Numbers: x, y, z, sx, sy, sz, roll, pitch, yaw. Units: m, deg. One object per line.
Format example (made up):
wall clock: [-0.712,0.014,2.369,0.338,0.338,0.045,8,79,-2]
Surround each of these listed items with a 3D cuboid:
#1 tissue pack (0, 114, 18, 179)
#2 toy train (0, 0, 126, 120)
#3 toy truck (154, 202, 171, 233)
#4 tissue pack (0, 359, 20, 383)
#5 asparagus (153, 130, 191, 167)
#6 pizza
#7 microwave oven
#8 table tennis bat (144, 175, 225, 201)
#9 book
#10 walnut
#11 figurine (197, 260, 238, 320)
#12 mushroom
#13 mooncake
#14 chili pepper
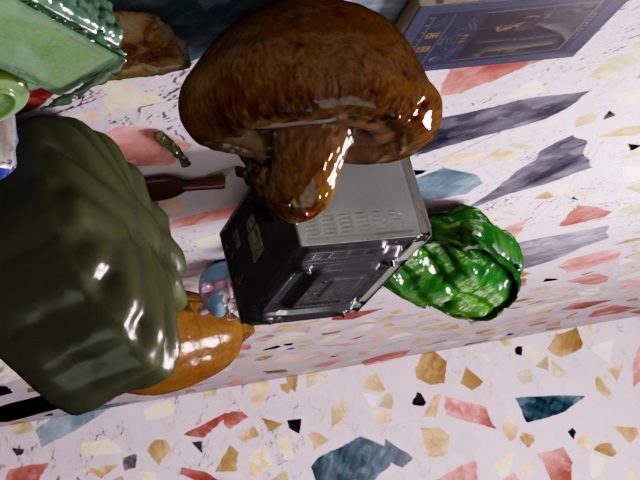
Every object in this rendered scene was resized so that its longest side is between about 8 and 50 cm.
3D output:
tissue pack: [-0.470,-0.106,1.225,0.270,0.137,0.209,-16,165,28]
toy train: [-0.294,-0.195,0.996,0.188,0.159,0.272,-27,161,18]
toy truck: [-0.312,0.013,1.837,0.114,0.098,0.227,0,167,-44]
tissue pack: [-0.544,0.058,1.496,0.376,0.195,0.390,16,178,11]
asparagus: [-0.193,-0.119,1.605,0.015,0.018,0.127,21,172,15]
pizza: [-0.247,-0.193,1.214,0.271,0.056,0.134,1,169,-42]
microwave oven: [0.000,0.000,1.820,0.237,0.181,0.295,-6,158,-24]
table tennis bat: [-0.213,-0.075,1.752,0.155,0.019,0.098,-7,165,-9]
book: [0.210,-0.248,1.419,0.269,0.025,0.191,-8,165,-16]
walnut: [-0.277,0.189,2.329,0.336,0.209,0.209,-4,164,-29]
figurine: [-0.102,0.087,2.261,0.260,0.103,0.205,-9,159,-10]
mushroom: [-0.018,-0.143,1.302,0.263,0.195,0.283,5,143,-26]
mooncake: [-0.288,0.014,1.430,0.187,0.351,0.351,-27,162,13]
chili pepper: [0.210,0.015,2.154,0.213,0.167,0.385,-38,142,27]
